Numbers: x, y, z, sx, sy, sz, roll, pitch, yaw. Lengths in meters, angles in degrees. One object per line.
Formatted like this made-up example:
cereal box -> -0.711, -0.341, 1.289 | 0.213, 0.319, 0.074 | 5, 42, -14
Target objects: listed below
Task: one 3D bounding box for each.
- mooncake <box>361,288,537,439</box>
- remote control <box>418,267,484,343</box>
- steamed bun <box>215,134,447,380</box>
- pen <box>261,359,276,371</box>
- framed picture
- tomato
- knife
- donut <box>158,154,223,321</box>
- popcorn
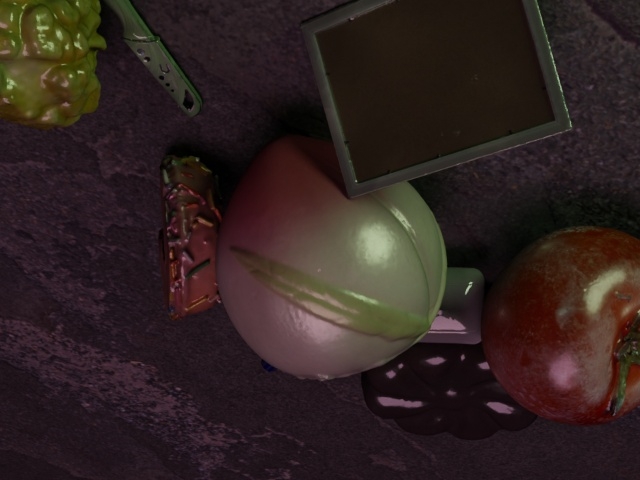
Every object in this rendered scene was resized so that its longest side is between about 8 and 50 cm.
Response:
mooncake -> 0.208, 0.197, 1.500 | 0.306, 0.154, 0.306 | 5, 140, 4
remote control -> 0.077, 0.094, 1.366 | 0.313, 0.109, 0.055 | 0, -177, 10
steamed bun -> 0.000, 0.000, 1.199 | 0.309, 0.309, 0.309 | 6, 142, 5
pen -> -0.025, 0.156, 1.596 | 0.033, 0.033, 0.269 | 26, 139, -19
framed picture -> 0.118, -0.181, 1.032 | 0.274, 0.217, 0.017 | -14, 179, 30
tomato -> 0.337, 0.111, 1.274 | 0.227, 0.270, 0.270 | 25, 161, 48
knife -> -0.221, -0.250, 1.131 | 0.043, 0.020, 0.293 | -13, 138, 24
donut -> -0.179, 0.007, 1.314 | 0.085, 0.199, 0.233 | -3, 146, -12
popcorn -> -0.351, -0.221, 1.058 | 0.216, 0.181, 0.235 | 7, 174, -8
